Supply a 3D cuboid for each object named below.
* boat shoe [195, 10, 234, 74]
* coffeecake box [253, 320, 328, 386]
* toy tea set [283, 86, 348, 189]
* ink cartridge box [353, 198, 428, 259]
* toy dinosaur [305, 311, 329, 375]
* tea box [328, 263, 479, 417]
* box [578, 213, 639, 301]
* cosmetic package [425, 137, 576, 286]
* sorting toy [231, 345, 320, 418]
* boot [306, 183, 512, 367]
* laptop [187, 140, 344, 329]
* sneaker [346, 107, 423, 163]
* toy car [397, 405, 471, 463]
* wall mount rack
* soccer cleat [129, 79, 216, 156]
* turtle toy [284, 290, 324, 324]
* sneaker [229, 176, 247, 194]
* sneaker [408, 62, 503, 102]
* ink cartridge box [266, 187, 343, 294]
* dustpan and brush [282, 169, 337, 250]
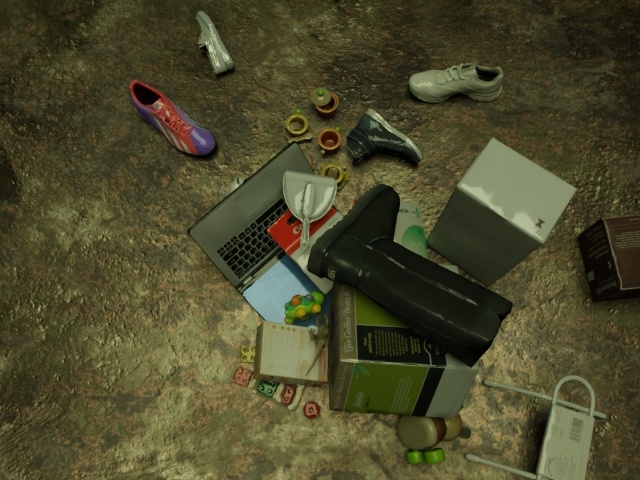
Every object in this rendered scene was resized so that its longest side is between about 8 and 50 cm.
[{"bbox_3d":[-0.359,-0.635,1.901,0.075,0.083,0.226,-29,76,-9],"label":"boat shoe"},{"bbox_3d":[-0.076,0.302,1.571,0.185,0.068,0.142,12,60,-18],"label":"coffeecake box"},{"bbox_3d":[-0.022,-0.309,1.777,0.200,0.124,0.336,-3,73,0],"label":"toy tea set"},{"bbox_3d":[0.201,-0.027,1.665,0.224,0.056,0.181,8,69,-39],"label":"ink cartridge box"},{"bbox_3d":[0.001,0.256,1.539,0.053,0.093,0.183,5,53,14],"label":"toy dinosaur"},{"bbox_3d":[0.187,0.237,1.485,0.323,0.220,0.329,6,43,-3],"label":"tea box"},{"bbox_3d":[0.844,0.048,1.634,0.167,0.168,0.203,-5,73,-2],"label":"box"},{"bbox_3d":[0.436,-0.051,1.521,0.230,0.453,0.161,35,77,10],"label":"cosmetic package"},{"bbox_3d":[-0.111,0.372,1.614,0.274,0.046,0.132,23,75,8],"label":"sorting toy"},{"bbox_3d":[0.249,0.060,1.412,0.445,0.146,0.367,26,48,23],"label":"boot"},{"bbox_3d":[-0.069,0.023,1.628,0.382,0.408,0.236,-42,43,-11],"label":"laptop"},{"bbox_3d":[0.180,-0.268,1.783,0.226,0.086,0.163,39,79,10],"label":"sneaker"},{"bbox_3d":[0.310,0.483,1.555,0.188,0.149,0.155,-5,75,-31],"label":"toy car"},{"bbox_3d":[0.559,0.507,1.526,0.304,0.130,0.350,18,74,1],"label":"wall mount rack"},{"bbox_3d":[-0.456,-0.370,1.805,0.318,0.116,0.108,37,77,11],"label":"soccer cleat"},{"bbox_3d":[-0.043,0.176,1.598,0.130,0.095,0.066,-11,74,-35],"label":"turtle toy"},{"bbox_3d":[-0.257,-0.143,1.780,0.043,0.040,0.109,17,70,23],"label":"sneaker"},{"bbox_3d":[0.419,-0.500,1.827,0.297,0.129,0.111,-3,75,1],"label":"sneaker"},{"bbox_3d":[0.000,0.000,1.612,0.189,0.066,0.232,-44,109,-11],"label":"ink cartridge box"},{"bbox_3d":[-0.035,-0.077,1.572,0.147,0.060,0.211,8,87,-10],"label":"dustpan and brush"}]
